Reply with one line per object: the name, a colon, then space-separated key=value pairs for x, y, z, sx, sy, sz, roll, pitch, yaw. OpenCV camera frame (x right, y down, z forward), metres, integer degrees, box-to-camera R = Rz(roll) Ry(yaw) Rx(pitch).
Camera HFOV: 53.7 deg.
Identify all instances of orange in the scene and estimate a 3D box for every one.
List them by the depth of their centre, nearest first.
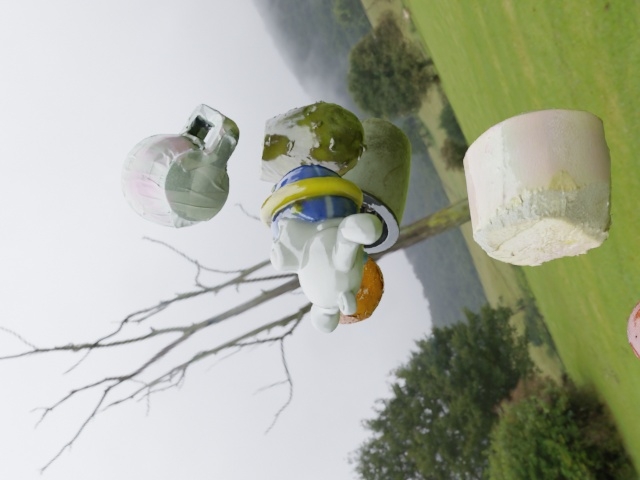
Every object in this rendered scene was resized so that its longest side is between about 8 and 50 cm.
orange: x=0.064 y=0.116 z=1.595 sx=0.193 sy=0.193 sz=0.161 roll=61 pitch=160 yaw=-7

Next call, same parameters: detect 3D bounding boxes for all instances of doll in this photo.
doll: x=-0.006 y=-0.013 z=0.930 sx=0.311 sy=0.159 sz=0.243 roll=129 pitch=147 yaw=-67

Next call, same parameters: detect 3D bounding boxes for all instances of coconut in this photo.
coconut: x=0.450 y=-0.127 z=1.307 sx=0.297 sy=0.297 sz=0.310 roll=44 pitch=-135 yaw=-53

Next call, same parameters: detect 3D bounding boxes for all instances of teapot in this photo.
teapot: x=-0.217 y=-0.115 z=1.093 sx=0.178 sy=0.221 sz=0.163 roll=18 pitch=142 yaw=52

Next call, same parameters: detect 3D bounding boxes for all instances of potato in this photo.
potato: x=-0.037 y=-0.166 z=1.172 sx=0.176 sy=0.298 sz=0.141 roll=17 pitch=-106 yaw=-30

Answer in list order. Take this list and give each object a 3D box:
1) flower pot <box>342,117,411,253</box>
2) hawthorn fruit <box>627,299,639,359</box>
flower pot: x=0.125 y=-0.171 z=1.857 sx=0.294 sy=0.293 sz=0.330 roll=52 pitch=-135 yaw=-37
hawthorn fruit: x=0.675 y=0.130 z=1.107 sx=0.211 sy=0.211 sz=0.299 roll=-90 pitch=11 yaw=-63
